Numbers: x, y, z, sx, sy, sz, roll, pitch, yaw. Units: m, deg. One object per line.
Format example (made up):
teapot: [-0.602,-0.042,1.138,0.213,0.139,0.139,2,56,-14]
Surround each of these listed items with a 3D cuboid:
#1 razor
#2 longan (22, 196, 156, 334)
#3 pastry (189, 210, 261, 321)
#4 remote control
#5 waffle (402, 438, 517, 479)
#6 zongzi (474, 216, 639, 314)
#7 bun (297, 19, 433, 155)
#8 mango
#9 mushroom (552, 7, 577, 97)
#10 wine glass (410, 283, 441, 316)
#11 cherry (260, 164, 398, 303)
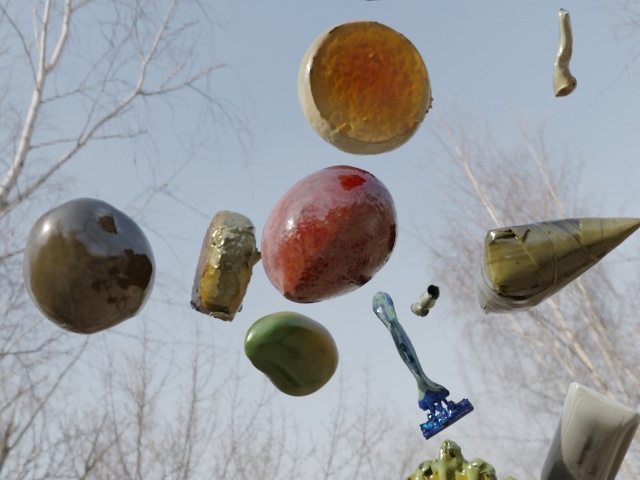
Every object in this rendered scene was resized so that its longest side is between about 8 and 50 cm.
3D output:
razor: [0.151,0.189,1.277,0.093,0.324,0.056,-33,-49,6]
longan: [-0.502,0.052,1.594,0.297,0.297,0.297,-13,-39,-11]
pastry: [-0.206,0.056,1.609,0.120,0.236,0.257,14,-5,-14]
remote control: [0.411,0.361,1.165,0.055,0.109,0.313,-38,-38,-43]
waffle: [0.153,0.346,0.788,0.214,0.208,0.054,-54,-29,10]
zongzi: [0.451,0.046,1.417,0.299,0.145,0.274,-16,-20,2]
bun: [0.093,-0.321,1.599,0.298,0.299,0.165,-13,-4,-11]
mango: [-0.059,0.218,1.453,0.251,0.114,0.156,41,-99,-41]
mushroom: [0.562,-0.433,1.684,0.054,0.202,0.059,0,7,16]
wine glass: [0.217,0.123,1.500,0.042,0.039,0.083,20,-34,-2]
cherry: [0.002,-0.009,1.189,0.239,0.206,0.239,-20,-11,-4]
